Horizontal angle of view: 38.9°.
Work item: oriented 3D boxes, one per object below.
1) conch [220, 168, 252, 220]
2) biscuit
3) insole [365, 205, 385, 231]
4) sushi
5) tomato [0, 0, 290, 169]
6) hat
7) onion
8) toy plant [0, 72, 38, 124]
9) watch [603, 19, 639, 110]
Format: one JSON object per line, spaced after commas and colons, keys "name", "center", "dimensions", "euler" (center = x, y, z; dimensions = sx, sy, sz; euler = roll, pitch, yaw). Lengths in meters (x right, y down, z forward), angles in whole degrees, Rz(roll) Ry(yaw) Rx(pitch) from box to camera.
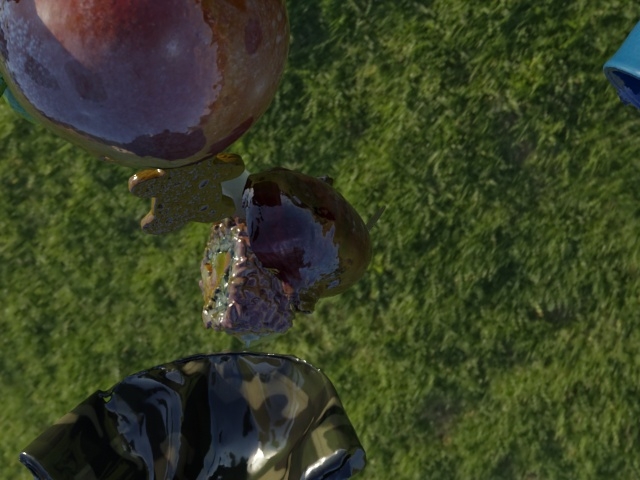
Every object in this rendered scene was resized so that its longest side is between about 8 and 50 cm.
{"name": "conch", "center": [-0.178, -0.094, 1.716], "dimensions": [0.176, 0.104, 0.094], "euler": [25, -170, -38]}
{"name": "biscuit", "center": [-0.158, -0.075, 1.072], "dimensions": [0.205, 0.138, 0.031], "euler": [98, 156, -64]}
{"name": "insole", "center": [0.058, 0.010, 1.614], "dimensions": [0.004, 0.188, 0.064], "euler": [40, 174, -7]}
{"name": "sushi", "center": [-0.125, 0.082, 1.695], "dimensions": [0.170, 0.237, 0.270], "euler": [5, 169, -23]}
{"name": "tomato", "center": [-0.160, -0.179, 0.818], "dimensions": [0.270, 0.270, 0.227], "euler": [13, 91, 25]}
{"name": "hat", "center": [-0.127, 0.331, 0.981], "dimensions": [0.366, 0.257, 0.382], "euler": [2, 99, 15]}
{"name": "onion", "center": [0.000, 0.000, 1.017], "dimensions": [0.098, 0.151, 0.206], "euler": [-16, 155, 21]}
{"name": "toy plant", "center": [-0.597, -0.388, 1.842], "dimensions": [0.356, 0.211, 0.317], "euler": [-30, 135, 29]}
{"name": "watch", "center": [0.364, -0.146, 0.823], "dimensions": [0.200, 0.171, 0.196], "euler": [31, -179, -18]}
